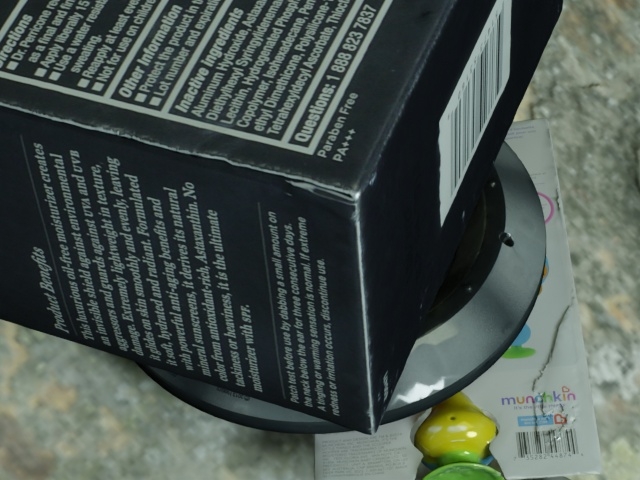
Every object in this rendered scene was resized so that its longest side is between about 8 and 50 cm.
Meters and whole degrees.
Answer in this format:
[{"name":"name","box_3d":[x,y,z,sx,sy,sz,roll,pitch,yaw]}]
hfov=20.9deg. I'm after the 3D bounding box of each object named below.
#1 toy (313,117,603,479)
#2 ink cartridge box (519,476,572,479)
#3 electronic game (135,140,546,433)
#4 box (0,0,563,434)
[{"name":"toy","box_3d":[0.064,0.040,0.905,0.137,0.056,0.237,-5,45,4]},{"name":"ink cartridge box","box_3d":[0.259,0.224,0.821,0.371,0.176,0.069,24,96,-5]},{"name":"electronic game","box_3d":[0.000,0.000,0.883,0.229,0.048,0.229,-2,50,2]},{"name":"box","box_3d":[-0.061,-0.107,0.825,0.294,0.183,0.296,16,54,16]}]
